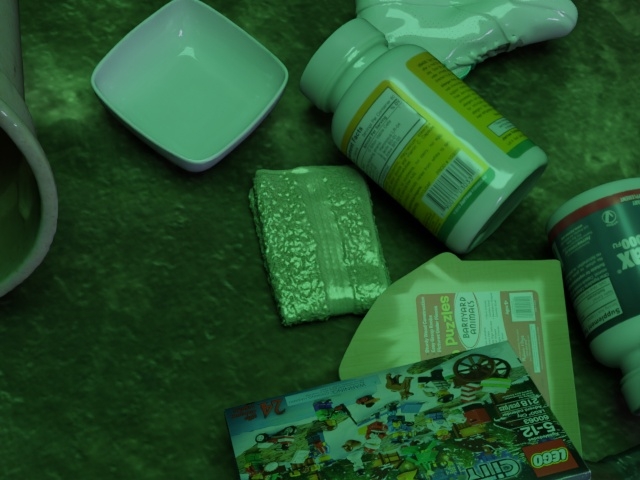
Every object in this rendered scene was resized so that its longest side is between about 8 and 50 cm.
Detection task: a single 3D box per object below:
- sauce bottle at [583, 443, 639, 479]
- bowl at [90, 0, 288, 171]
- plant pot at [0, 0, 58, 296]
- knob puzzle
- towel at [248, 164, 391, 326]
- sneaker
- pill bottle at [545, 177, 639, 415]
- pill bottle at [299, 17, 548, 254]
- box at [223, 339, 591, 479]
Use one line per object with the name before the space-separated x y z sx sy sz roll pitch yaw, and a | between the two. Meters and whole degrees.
sauce bottle | 0.144 0.229 0.820 0.344 0.111 0.111 -19 69 -15
bowl | -0.116 -0.132 0.988 0.142 0.053 0.142 38 64 10
plant pot | -0.357 -0.149 0.840 0.334 0.334 0.305 1 53 -8
knob puzzle | 0.110 0.106 0.916 0.213 0.030 0.213 1 75 -5
towel | 0.000 0.000 0.956 0.110 0.027 0.148 -8 66 -11
sneaker | 0.138 -0.188 1.050 0.212 0.080 0.094 0 76 -1
pill bottle | 0.268 0.048 0.928 0.108 0.108 0.180 -11 67 -13
pill bottle | 0.084 -0.096 0.964 0.208 0.117 0.117 43 66 12
box | 0.057 0.160 0.807 0.233 0.044 0.159 -13 32 -7
